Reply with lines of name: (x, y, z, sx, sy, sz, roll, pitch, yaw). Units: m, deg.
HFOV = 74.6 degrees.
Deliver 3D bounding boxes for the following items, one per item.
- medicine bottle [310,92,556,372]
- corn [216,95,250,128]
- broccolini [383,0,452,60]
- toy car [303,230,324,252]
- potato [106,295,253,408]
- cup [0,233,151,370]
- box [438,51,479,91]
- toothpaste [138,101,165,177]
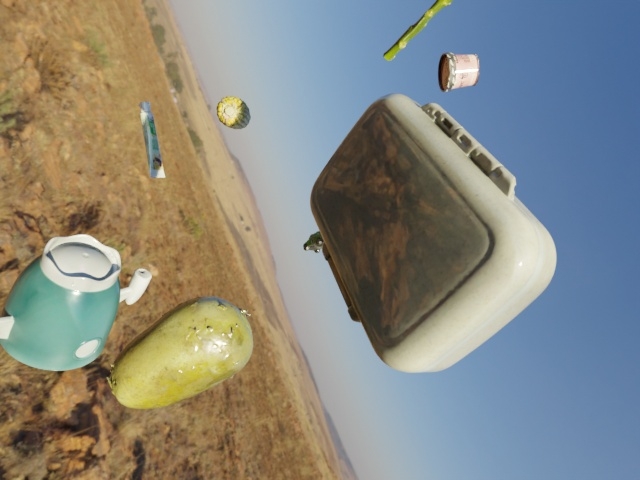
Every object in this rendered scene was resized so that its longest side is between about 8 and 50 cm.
medicine bottle: (0.121, -0.025, 0.589, 0.122, 0.282, 0.375, 17, 34, -37)
corn: (-0.224, -0.332, 1.099, 0.238, 0.080, 0.080, -116, -173, -75)
broccolini: (0.330, -0.692, 1.237, 0.392, 0.074, 0.079, -34, -92, 45)
toy car: (0.000, 0.000, 1.641, 0.165, 0.071, 0.063, -25, -122, 47)
potato: (-0.345, 0.286, 1.072, 0.219, 0.359, 0.270, 60, 2, 20)
cup: (-0.403, 0.087, 0.672, 0.167, 0.173, 0.299, 41, 24, 18)
box: (0.565, -0.690, 1.715, 0.151, 0.135, 0.151, 175, -90, -87)
toothpaste: (-0.713, -0.420, 1.764, 0.056, 0.058, 0.315, -178, -102, -71)
